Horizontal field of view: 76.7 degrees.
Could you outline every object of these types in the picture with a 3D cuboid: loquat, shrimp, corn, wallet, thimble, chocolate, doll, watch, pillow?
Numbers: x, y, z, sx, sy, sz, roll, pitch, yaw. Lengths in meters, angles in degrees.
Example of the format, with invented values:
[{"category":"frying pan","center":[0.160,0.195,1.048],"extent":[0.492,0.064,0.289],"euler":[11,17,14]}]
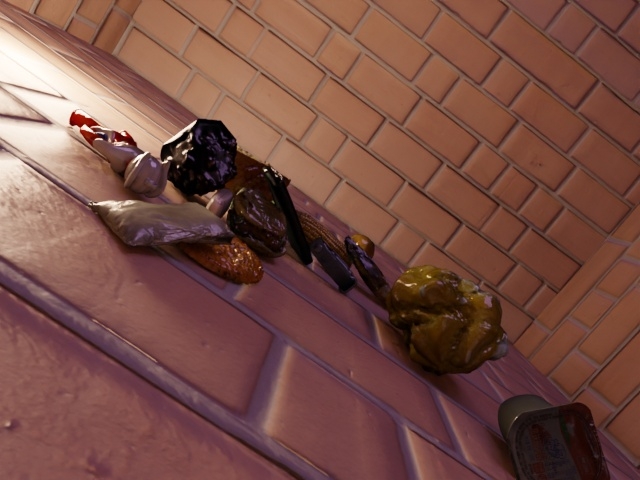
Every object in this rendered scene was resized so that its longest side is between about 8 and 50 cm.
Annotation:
[{"category":"loquat","center":[0.192,0.041,1.976],"extent":[0.163,0.137,0.163],"euler":[34,28,-22]},{"category":"shrimp","center":[0.206,0.127,1.581],"extent":[0.365,0.071,0.233],"euler":[53,13,-5]},{"category":"corn","center":[0.000,0.000,1.583],"extent":[0.318,0.115,0.115],"euler":[38,9,3]},{"category":"wallet","center":[-0.105,-0.079,1.283],"extent":[0.172,0.045,0.318],"euler":[47,-20,53]},{"category":"thimble","center":[-0.255,-0.126,1.335],"extent":[0.062,0.084,0.110],"euler":[35,7,-9]},{"category":"chocolate","center":[-0.311,-0.186,1.131],"extent":[0.177,0.224,0.206],"euler":[58,3,31]},{"category":"doll","center":[-0.471,-0.209,0.973],"extent":[0.384,0.099,0.188],"euler":[36,8,39]},{"category":"watch","center":[0.043,0.082,1.348],"extent":[0.206,0.068,0.193],"euler":[52,4,16]},{"category":"pillow","center":[-0.290,-0.036,0.770],"extent":[0.148,0.050,0.230],"euler":[34,20,31]}]

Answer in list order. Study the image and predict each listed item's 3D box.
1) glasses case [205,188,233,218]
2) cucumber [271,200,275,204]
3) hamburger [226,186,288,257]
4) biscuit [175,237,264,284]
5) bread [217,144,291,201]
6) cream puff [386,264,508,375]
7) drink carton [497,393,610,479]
[{"category":"glasses case","center":[-0.281,-0.097,1.119],"extent":[0.051,0.081,0.204],"euler":[31,12,-10]},{"category":"cucumber","center":[-0.263,-0.193,1.767],"extent":[0.070,0.046,0.220],"euler":[24,14,-44]},{"category":"hamburger","center":[-0.181,-0.038,1.138],"extent":[0.183,0.130,0.206],"euler":[30,29,-27]},{"category":"biscuit","center":[-0.233,0.009,0.907],"extent":[0.254,0.035,0.254],"euler":[35,9,-6]},{"category":"bread","center":[-0.291,-0.234,1.465],"extent":[0.340,0.179,0.194],"euler":[23,15,-47]},{"category":"cream puff","center":[0.350,0.257,1.205],"extent":[0.378,0.275,0.378],"euler":[32,-21,14]},{"category":"drink carton","center":[0.517,0.458,0.958],"extent":[0.189,0.191,0.185],"euler":[12,63,-84]}]
